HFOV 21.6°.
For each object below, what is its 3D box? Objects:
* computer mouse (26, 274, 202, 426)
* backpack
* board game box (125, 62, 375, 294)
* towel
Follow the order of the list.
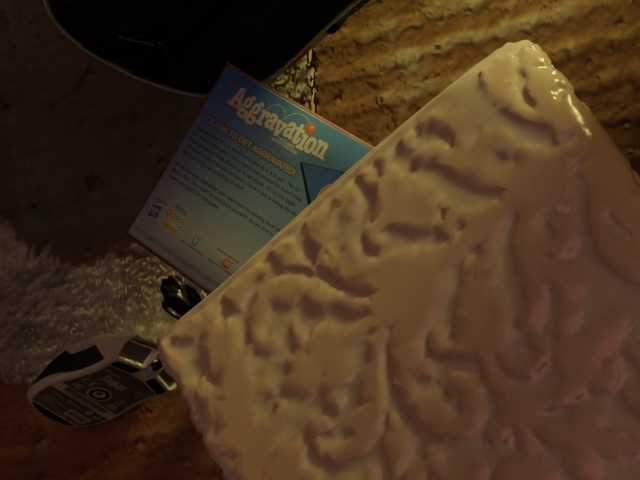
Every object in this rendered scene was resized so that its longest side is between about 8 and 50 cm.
[{"bbox_3d":[-0.139,0.085,1.231,0.193,0.106,0.042,-23,47,32],"label":"computer mouse"},{"bbox_3d":[-0.073,-0.229,1.185,0.253,0.225,0.191,-44,37,31],"label":"backpack"},{"bbox_3d":[0.000,0.000,1.123,0.281,0.027,0.145,33,94,35],"label":"board game box"},{"bbox_3d":[0.088,0.093,0.992,0.317,0.053,0.332,-40,59,15],"label":"towel"}]
